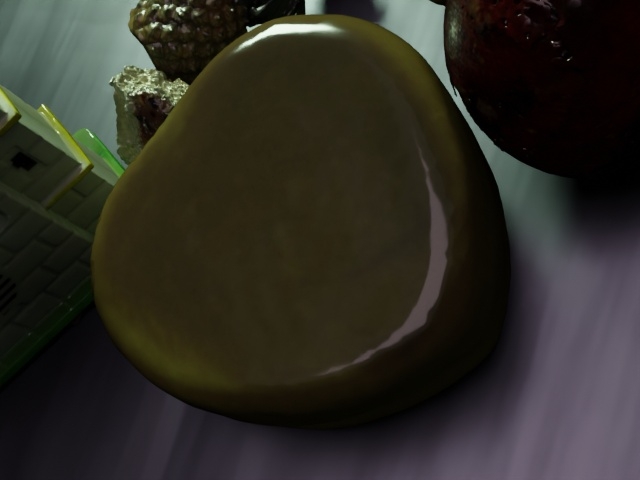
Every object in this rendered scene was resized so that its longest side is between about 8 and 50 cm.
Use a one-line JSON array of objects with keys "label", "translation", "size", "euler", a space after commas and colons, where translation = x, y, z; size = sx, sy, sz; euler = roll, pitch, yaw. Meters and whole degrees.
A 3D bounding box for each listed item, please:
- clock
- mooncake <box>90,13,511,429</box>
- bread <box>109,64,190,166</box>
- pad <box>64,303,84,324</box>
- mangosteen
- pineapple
[{"label": "clock", "translation": [-0.249, -0.008, 0.592], "size": [0.220, 0.255, 0.106], "euler": [-43, 64, 2]}, {"label": "mooncake", "translation": [0.000, 0.000, 0.580], "size": [0.235, 0.117, 0.234], "euler": [-6, 70, 17]}, {"label": "bread", "translation": [-0.101, -0.072, 0.676], "size": [0.083, 0.070, 0.035], "euler": [23, 40, 21]}, {"label": "pad", "translation": [-0.233, -0.009, 0.733], "size": [0.188, 0.006, 0.113], "euler": [8, 75, 23]}, {"label": "mangosteen", "translation": [0.135, -0.125, 0.556], "size": [0.166, 0.166, 0.180], "euler": [-36, 51, 4]}, {"label": "pineapple", "translation": [-0.050, -0.169, 0.694], "size": [0.159, 0.074, 0.074], "euler": [-31, 62, 4]}]
